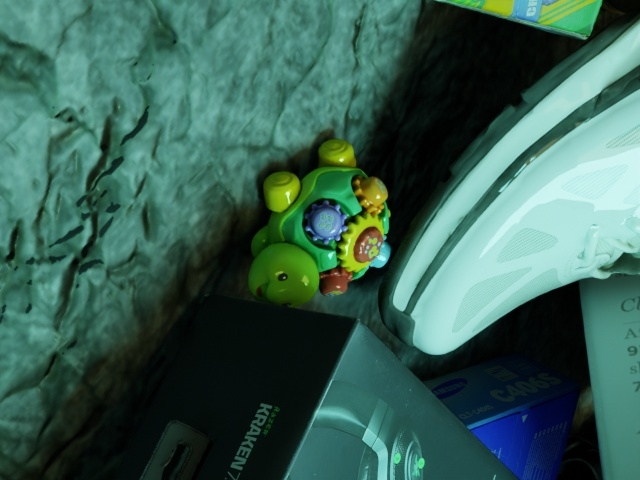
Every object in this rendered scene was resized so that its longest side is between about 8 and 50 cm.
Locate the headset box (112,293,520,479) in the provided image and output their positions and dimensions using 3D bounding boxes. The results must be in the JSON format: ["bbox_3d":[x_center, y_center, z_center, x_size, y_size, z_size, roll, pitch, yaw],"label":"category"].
[{"bbox_3d":[-0.013,0.202,0.827,0.283,0.131,0.246,45,62,-44],"label":"headset box"}]

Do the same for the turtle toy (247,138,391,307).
[{"bbox_3d":[0.000,0.000,0.848,0.130,0.066,0.095,-33,133,-32],"label":"turtle toy"}]

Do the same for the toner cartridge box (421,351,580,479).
[{"bbox_3d":[0.112,0.278,1.128,0.165,0.075,0.347,-11,119,-46],"label":"toner cartridge box"}]

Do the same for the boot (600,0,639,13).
[{"bbox_3d":[0.340,-0.226,1.062,0.305,0.115,0.112,-21,124,-41],"label":"boot"}]

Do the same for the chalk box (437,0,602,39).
[{"bbox_3d":[0.074,-0.209,0.757,0.213,0.132,0.132,3,109,-50],"label":"chalk box"}]

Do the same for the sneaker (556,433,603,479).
[{"bbox_3d":[0.314,0.205,1.286,0.295,0.104,0.147,-52,146,-6],"label":"sneaker"}]

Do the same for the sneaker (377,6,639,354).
[{"bbox_3d":[0.264,-0.024,0.856,0.447,0.257,0.169,-42,164,7],"label":"sneaker"}]

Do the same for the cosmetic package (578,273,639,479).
[{"bbox_3d":[0.382,0.138,1.013,0.393,0.329,0.327,-84,162,-46],"label":"cosmetic package"}]
